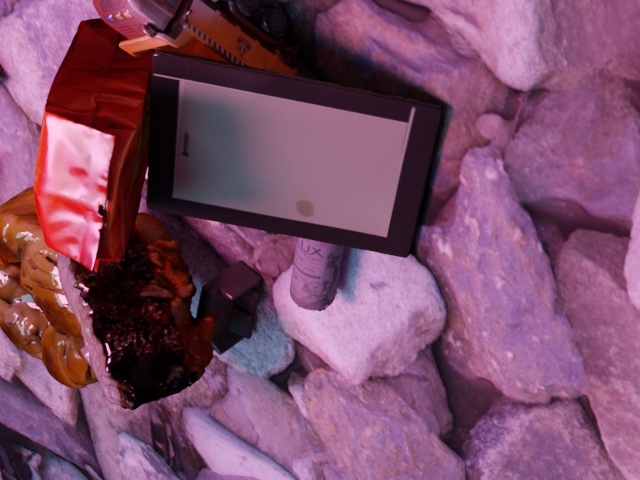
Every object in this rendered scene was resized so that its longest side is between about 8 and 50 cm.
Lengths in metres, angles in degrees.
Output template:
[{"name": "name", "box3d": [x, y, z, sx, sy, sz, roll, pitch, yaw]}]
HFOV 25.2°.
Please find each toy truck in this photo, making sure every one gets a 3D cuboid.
[{"name": "toy truck", "box3d": [-0.147, -0.257, 1.731, 0.270, 0.135, 0.114, 33, 157, -35]}]

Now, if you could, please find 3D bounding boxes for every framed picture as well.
[{"name": "framed picture", "box3d": [-0.040, -0.099, 1.741, 0.347, 0.016, 0.265, 10, 137, 2]}]

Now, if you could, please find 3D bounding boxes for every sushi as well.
[{"name": "sushi", "box3d": [-0.280, 0.090, 2.113, 0.196, 0.182, 0.343, 101, 151, -47]}]

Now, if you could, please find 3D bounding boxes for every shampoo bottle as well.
[{"name": "shampoo bottle", "box3d": [0.000, 0.000, 1.892, 0.072, 0.072, 0.214, 35, 140, 24]}]

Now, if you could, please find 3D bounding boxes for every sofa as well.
[{"name": "sofa", "box3d": [-0.137, 0.110, 2.131, 0.060, 0.085, 0.147, 42, 143, 21]}]

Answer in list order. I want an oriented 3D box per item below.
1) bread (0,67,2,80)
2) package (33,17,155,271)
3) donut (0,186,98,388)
[{"name": "bread", "box3d": [-0.554, -0.290, 2.293, 0.082, 0.060, 0.113, 0, 117, 49]}, {"name": "package", "box3d": [-0.271, -0.140, 1.807, 0.123, 0.423, 0.196, 9, 119, -4]}, {"name": "donut", "box3d": [-0.437, 0.080, 2.383, 0.360, 0.170, 0.360, 31, 142, 29]}]
